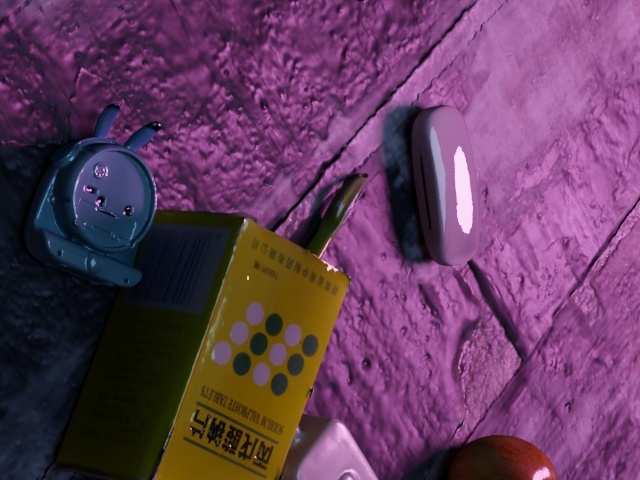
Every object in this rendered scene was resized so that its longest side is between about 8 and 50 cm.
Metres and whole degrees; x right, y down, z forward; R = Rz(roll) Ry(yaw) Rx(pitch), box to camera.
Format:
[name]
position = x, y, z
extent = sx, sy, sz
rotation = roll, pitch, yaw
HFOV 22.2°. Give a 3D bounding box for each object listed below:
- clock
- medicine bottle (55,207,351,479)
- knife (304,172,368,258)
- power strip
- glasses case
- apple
[clock]
position = -0.182, -0.040, 1.365
extent = 0.108, 0.045, 0.147
rotation = 25, 75, -42
[medicine bottle]
position = -0.101, 0.109, 1.388
extent = 0.137, 0.141, 0.250
rotation = 33, 71, -42
[knife]
position = 0.000, 0.000, 1.551
extent = 0.184, 0.022, 0.026
rotation = -58, 152, -25
[power strip]
position = 0.051, 0.317, 1.588
extent = 0.091, 0.062, 0.385
rotation = -49, 123, -33
[glasses case]
position = 0.127, -0.055, 1.650
extent = 0.063, 0.041, 0.164
rotation = -18, 105, -39
[apple]
position = 0.190, 0.265, 1.685
extent = 0.126, 0.102, 0.126
rotation = -2, 93, -42
